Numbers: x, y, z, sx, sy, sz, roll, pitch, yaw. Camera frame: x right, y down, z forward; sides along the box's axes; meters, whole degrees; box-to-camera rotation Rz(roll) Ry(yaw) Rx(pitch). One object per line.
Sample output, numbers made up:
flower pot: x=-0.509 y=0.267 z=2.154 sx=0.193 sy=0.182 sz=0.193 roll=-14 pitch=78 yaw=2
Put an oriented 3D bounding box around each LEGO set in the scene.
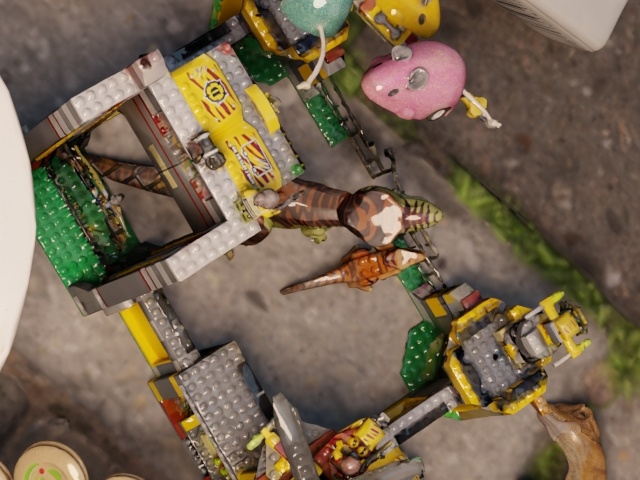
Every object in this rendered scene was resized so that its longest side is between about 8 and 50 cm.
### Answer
LEGO set: x=0.000 y=0.000 z=0.948 sx=0.255 sy=0.192 sz=0.331 roll=-23 pitch=92 yaw=-24

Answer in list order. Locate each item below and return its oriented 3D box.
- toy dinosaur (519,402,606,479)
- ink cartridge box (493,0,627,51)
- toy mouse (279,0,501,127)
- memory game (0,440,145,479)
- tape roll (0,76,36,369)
toy dinosaur: x=0.146 y=0.194 z=1.051 sx=0.112 sy=0.064 sz=0.211 roll=-8 pitch=86 yaw=-24
ink cartridge box: x=0.112 y=-0.312 z=0.998 sx=0.324 sy=0.071 sz=0.330 roll=28 pitch=87 yaw=-42
toy mouse: x=0.027 y=-0.108 z=0.936 sx=0.161 sy=0.031 sz=0.143 roll=49 pitch=35 yaw=0
memory game: x=-0.126 y=0.183 z=0.899 sx=0.186 sy=0.012 sz=0.186 roll=4 pitch=104 yaw=17
tape roll: x=-0.269 y=-0.005 z=0.856 sx=0.286 sy=0.100 sz=0.286 roll=1 pitch=86 yaw=-10
